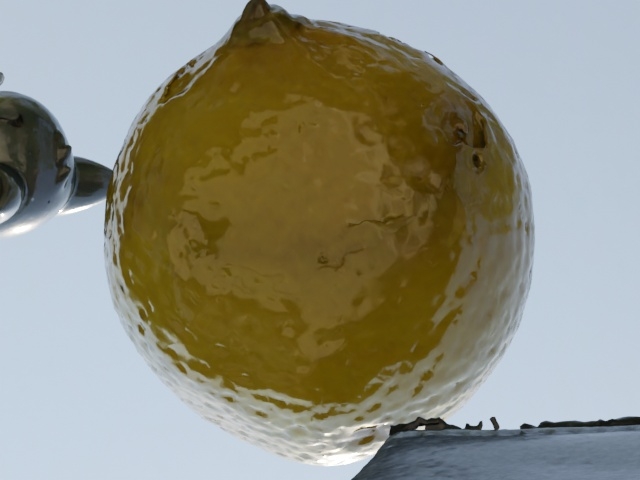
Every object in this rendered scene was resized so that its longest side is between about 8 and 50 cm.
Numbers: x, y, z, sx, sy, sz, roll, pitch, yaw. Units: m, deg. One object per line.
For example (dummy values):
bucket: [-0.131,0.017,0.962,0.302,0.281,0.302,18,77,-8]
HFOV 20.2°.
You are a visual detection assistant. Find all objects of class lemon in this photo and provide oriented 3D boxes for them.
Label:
lemon: [0.002,0.004,0.958,0.228,0.253,0.228,-6,-118,10]

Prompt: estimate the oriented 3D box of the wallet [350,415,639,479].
wallet: [0.099,0.068,0.398,0.222,0.167,0.036,-6,-83,17]

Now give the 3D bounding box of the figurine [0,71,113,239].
figurine: [-0.309,-0.055,1.363,0.265,0.193,0.140,-15,-93,13]
